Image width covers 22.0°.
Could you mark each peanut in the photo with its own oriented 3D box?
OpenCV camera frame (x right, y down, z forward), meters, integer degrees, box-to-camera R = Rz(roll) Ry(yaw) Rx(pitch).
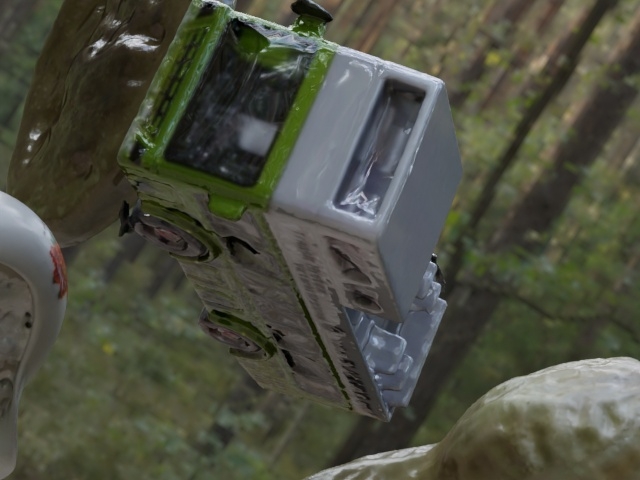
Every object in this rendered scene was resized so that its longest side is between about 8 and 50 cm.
[{"bbox_3d":[0.094,0.152,0.955,0.136,0.298,0.120,53,21,-33],"label":"peanut"}]

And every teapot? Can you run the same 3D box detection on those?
[{"bbox_3d":[-0.207,0.027,0.873,0.092,0.145,0.226,39,-35,40],"label":"teapot"}]

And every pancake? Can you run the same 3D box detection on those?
[{"bbox_3d":[-0.149,-0.114,1.115,0.050,0.242,0.242,29,0,-35],"label":"pancake"}]

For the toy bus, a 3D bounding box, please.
[{"bbox_3d":[0.000,0.000,0.855,0.139,0.113,0.302,18,-20,17],"label":"toy bus"}]
